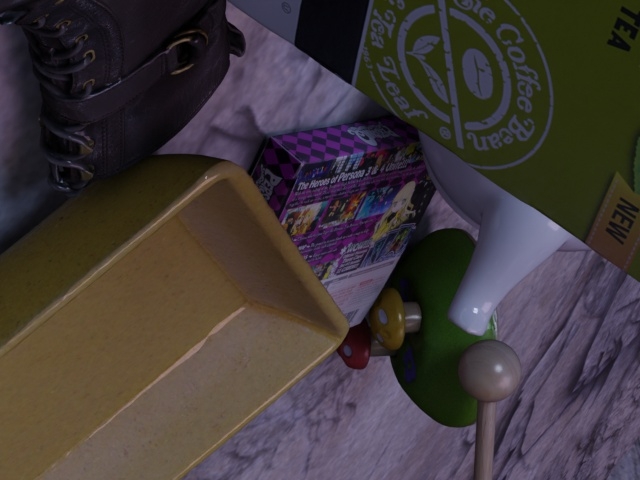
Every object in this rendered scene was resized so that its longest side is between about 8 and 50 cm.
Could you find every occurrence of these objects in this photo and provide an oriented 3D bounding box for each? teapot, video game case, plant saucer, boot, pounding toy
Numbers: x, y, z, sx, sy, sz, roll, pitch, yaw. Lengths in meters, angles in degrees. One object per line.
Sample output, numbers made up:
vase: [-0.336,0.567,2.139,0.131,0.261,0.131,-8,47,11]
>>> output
teapot: [0.168,-0.087,1.138,0.256,0.252,0.187,-14,154,-36]
video game case: [0.000,0.000,1.181,0.232,0.042,0.210,-16,140,-53]
plant saucer: [-0.159,0.091,0.956,0.333,0.081,0.333,-39,156,-3]
boot: [-0.128,-0.099,0.751,0.263,0.091,0.229,-36,155,-28]
pounding toy: [0.084,0.097,1.329,0.110,0.237,0.183,-2,128,-15]

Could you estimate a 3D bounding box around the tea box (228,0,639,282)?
tea box: [0.139,-0.202,0.601,0.220,0.323,0.329,-40,156,-36]
